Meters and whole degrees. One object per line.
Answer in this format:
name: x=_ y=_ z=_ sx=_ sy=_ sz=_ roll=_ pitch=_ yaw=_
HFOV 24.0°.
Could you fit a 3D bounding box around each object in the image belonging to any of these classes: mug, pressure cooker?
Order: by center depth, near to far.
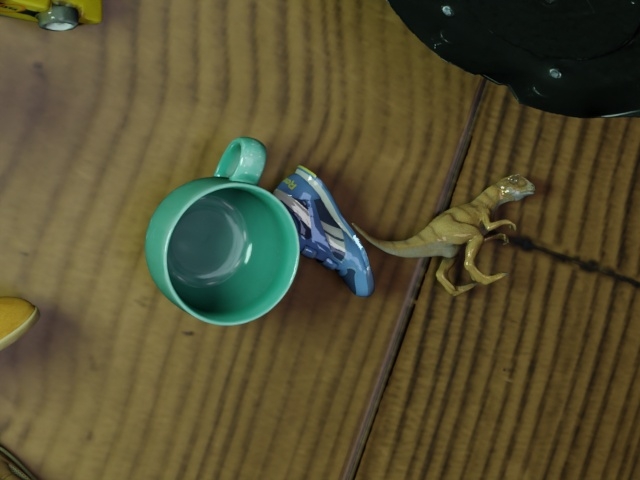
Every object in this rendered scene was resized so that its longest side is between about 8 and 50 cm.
pressure cooker: x=0.264 y=-0.366 z=1.301 sx=0.375 sy=0.370 sz=0.420 roll=25 pitch=59 yaw=14
mug: x=-0.086 y=-0.003 z=1.382 sx=0.158 sy=0.097 sz=0.129 roll=-45 pitch=111 yaw=-11

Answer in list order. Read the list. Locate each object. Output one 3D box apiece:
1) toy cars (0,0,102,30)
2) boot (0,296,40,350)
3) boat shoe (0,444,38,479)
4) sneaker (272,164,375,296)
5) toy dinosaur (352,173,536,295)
toy cars: x=-0.319 y=-0.168 z=1.201 sx=0.176 sy=0.087 sz=0.394 roll=60 pitch=41 yaw=-25
boot: x=-0.401 y=0.032 z=1.260 sx=0.295 sy=0.104 sz=0.211 roll=-22 pitch=100 yaw=-21
boat shoe: x=-0.271 y=0.271 z=1.337 sx=0.324 sy=0.120 sz=0.122 roll=38 pitch=83 yaw=-23
sneaker: x=0.000 y=0.000 z=1.444 sx=0.059 sy=0.053 sz=0.144 roll=-36 pitch=101 yaw=-14
toy dinosaur: x=0.125 y=0.000 z=1.499 sx=0.211 sy=0.064 sz=0.112 roll=-25 pitch=92 yaw=-27
